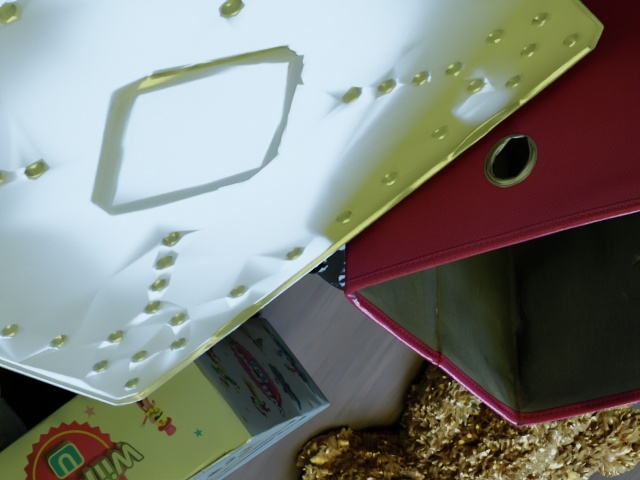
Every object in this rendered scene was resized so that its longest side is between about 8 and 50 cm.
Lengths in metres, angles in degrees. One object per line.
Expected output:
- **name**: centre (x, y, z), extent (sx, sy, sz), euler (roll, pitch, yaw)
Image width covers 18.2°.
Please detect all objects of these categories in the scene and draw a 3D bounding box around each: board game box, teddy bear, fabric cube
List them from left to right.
- **board game box**: centre (-0.131, 0.156, 1.449), extent (0.224, 0.097, 0.303), euler (-36, 175, 7)
- **board game box**: centre (-0.075, -0.076, 1.084), extent (0.390, 0.050, 0.390), euler (-38, 150, 14)
- **teddy bear**: centre (0.151, 0.199, 1.773), extent (0.338, 0.113, 0.245), euler (-7, 134, -25)
- **fabric cube**: centre (0.181, -0.059, 1.328), extent (0.254, 0.258, 0.259), euler (-15, 148, 28)

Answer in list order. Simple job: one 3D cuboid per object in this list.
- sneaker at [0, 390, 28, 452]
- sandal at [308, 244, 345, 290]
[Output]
- **sneaker**: centre (-0.277, 0.044, 1.329), extent (0.210, 0.137, 0.366), euler (11, 131, -41)
- **sandal**: centre (0.000, 0.000, 1.517), extent (0.067, 0.040, 0.179), euler (-40, 140, 14)
